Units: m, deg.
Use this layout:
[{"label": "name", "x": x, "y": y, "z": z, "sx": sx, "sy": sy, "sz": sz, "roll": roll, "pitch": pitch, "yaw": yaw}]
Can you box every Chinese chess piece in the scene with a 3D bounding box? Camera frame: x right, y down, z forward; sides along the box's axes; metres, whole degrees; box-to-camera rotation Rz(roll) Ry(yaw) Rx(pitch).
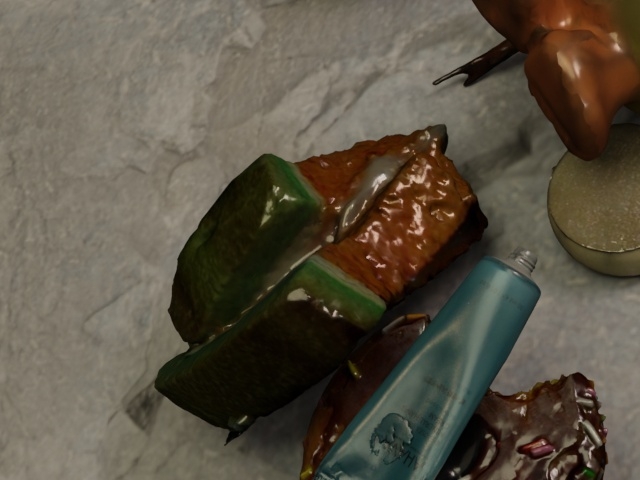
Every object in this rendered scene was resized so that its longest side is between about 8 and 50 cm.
[{"label": "Chinese chess piece", "x": 0.238, "y": -0.031, "z": 1.103, "sx": 0.122, "sy": 0.051, "sz": 0.122, "roll": -11, "pitch": 60, "yaw": 19}]

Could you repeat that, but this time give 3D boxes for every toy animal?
[{"label": "toy animal", "x": 0.294, "y": -0.194, "z": 1.074, "sx": 0.338, "sy": 0.191, "sz": 0.216, "roll": -24, "pitch": 73, "yaw": -6}]

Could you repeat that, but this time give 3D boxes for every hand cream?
[{"label": "hand cream", "x": 0.083, "y": 0.099, "z": 0.995, "sx": 0.083, "sy": 0.048, "sz": 0.224, "roll": 30, "pitch": 83, "yaw": 34}]

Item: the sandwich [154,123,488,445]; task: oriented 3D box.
[{"label": "sandwich", "x": 0.000, "y": 0.000, "z": 1.107, "sx": 0.301, "sy": 0.162, "sz": 0.250, "roll": -42, "pitch": 5, "yaw": -30}]

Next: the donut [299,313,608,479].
[{"label": "donut", "x": 0.100, "y": 0.170, "z": 1.029, "sx": 0.230, "sy": 0.096, "sz": 0.216, "roll": 9, "pitch": 68, "yaw": 31}]

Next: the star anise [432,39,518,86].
[{"label": "star anise", "x": 0.188, "y": -0.184, "z": 1.220, "sx": 0.141, "sy": 0.144, "sz": 0.158, "roll": 6, "pitch": 64, "yaw": -21}]
